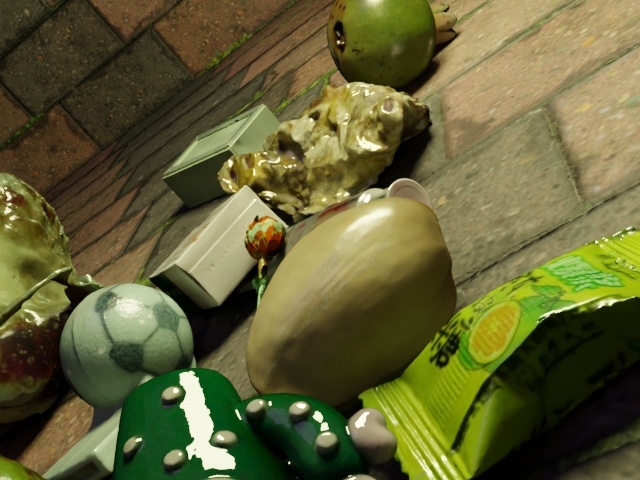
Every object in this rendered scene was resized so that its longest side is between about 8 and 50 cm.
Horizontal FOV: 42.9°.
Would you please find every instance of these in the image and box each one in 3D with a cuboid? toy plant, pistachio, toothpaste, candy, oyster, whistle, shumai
[{"bbox_3d":[-0.072,0.194,0.519,0.233,0.112,0.243,-3,48,20],"label":"toy plant"},{"bbox_3d":[0.026,0.053,0.674,0.215,0.144,0.144,-44,21,-15],"label":"pistachio"},{"bbox_3d":[0.000,0.000,0.935,0.323,0.066,0.100,-20,33,54],"label":"toothpaste"},{"bbox_3d":[-0.067,0.052,0.914,0.049,0.055,0.184,3,58,-1],"label":"candy"},{"bbox_3d":[0.014,-0.134,1.099,0.238,0.115,0.351,-49,22,-22],"label":"oyster"},{"bbox_3d":[0.142,0.069,0.537,0.246,0.069,0.149,-38,18,3],"label":"candy"},{"bbox_3d":[-0.230,0.137,0.902,0.163,0.163,0.289,-30,9,26],"label":"whistle"},{"bbox_3d":[-0.498,0.125,1.194,0.395,0.395,0.348,-44,42,-9],"label":"shumai"}]

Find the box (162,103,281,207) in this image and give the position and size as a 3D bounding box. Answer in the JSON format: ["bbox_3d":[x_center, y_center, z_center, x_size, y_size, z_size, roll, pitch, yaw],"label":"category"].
[{"bbox_3d":[-0.178,-0.154,1.514,0.225,0.086,0.129,-15,32,47],"label":"box"}]

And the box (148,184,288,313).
[{"bbox_3d":[-0.138,0.018,1.055,0.135,0.081,0.199,-50,9,-19],"label":"box"}]

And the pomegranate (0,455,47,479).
[{"bbox_3d":[-0.269,0.288,0.637,0.263,0.211,0.211,22,62,39],"label":"pomegranate"}]

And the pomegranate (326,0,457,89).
[{"bbox_3d":[0.116,-0.317,1.250,0.210,0.179,0.179,-7,24,0],"label":"pomegranate"}]
